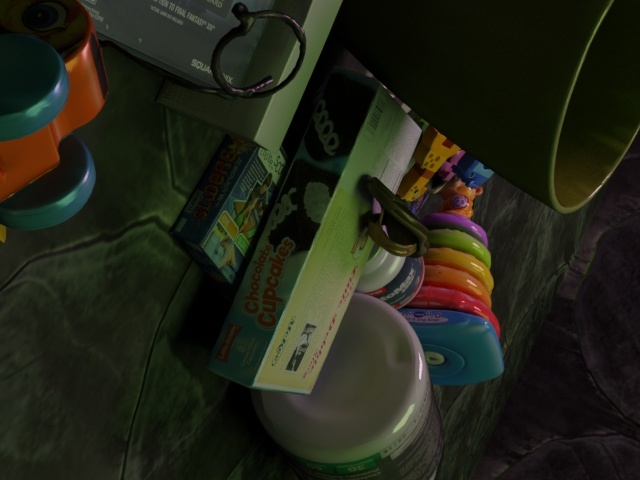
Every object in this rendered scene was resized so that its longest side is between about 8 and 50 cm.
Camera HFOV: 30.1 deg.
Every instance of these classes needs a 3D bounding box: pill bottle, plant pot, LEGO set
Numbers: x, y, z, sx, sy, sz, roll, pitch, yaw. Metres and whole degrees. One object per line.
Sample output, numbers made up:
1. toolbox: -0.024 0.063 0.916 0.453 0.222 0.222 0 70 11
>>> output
1. pill bottle: 0.046 0.222 1.473 0.204 0.204 0.361 -60 158 -18
2. pill bottle: 0.056 0.017 1.420 0.108 0.108 0.180 -64 159 -7
3. plant pot: 0.162 -0.208 1.164 0.275 0.294 0.274 -44 148 -36
4. LEGO set: 0.127 -0.095 1.419 0.227 0.087 0.093 19 116 -48

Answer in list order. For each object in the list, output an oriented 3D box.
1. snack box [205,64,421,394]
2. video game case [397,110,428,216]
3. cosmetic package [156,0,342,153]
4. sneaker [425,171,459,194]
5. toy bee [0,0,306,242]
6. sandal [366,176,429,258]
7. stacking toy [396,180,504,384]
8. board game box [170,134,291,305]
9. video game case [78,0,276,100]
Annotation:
1. snack box: 0.000 0.000 1.229 0.321 0.060 0.187 -67 160 -2
2. video game case: 0.155 -0.151 1.609 0.201 0.023 0.183 -58 158 -25
3. cosmetic package: -0.038 -0.201 0.978 0.239 0.099 0.060 -66 162 0
4. sneaker: 0.163 -0.130 1.521 0.071 0.066 0.188 -50 153 -27
5. toy bee: -0.186 -0.083 0.709 0.298 0.162 0.195 -14 137 -35
6. sandal: 0.075 -0.010 1.242 0.049 0.072 0.180 -43 162 -5
7. stacking toy: 0.171 0.027 1.602 0.165 0.175 0.301 65 33 -53
8. board game box: -0.070 -0.020 1.175 0.136 0.035 0.201 -61 159 -15
9. video game case: -0.077 -0.257 0.858 0.196 0.026 0.274 19 95 -54
